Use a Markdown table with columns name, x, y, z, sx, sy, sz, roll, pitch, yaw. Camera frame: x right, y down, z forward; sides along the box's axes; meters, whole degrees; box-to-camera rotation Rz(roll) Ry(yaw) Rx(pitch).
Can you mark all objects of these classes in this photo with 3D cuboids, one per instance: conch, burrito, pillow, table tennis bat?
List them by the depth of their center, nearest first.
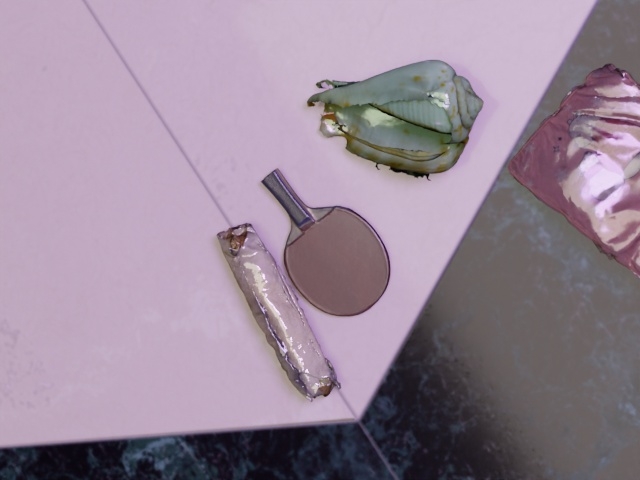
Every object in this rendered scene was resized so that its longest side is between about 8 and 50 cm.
| name | x | y | z | sx | sy | sz | roll | pitch | yaw |
| --- | --- | --- | --- | --- | --- | --- | --- | --- | --- |
| pillow | 0.292 | -0.033 | 1.064 | 0.248 | 0.049 | 0.135 | 41 | 104 | 12 |
| conch | 0.067 | -0.104 | 1.111 | 0.170 | 0.079 | 0.105 | -1 | 90 | 31 |
| table tennis bat | 0.000 | 0.000 | 1.168 | 0.095 | 0.014 | 0.158 | -39 | 87 | 18 |
| burrito | -0.041 | 0.067 | 1.174 | 0.045 | 0.041 | 0.185 | -26 | 87 | -25 |
